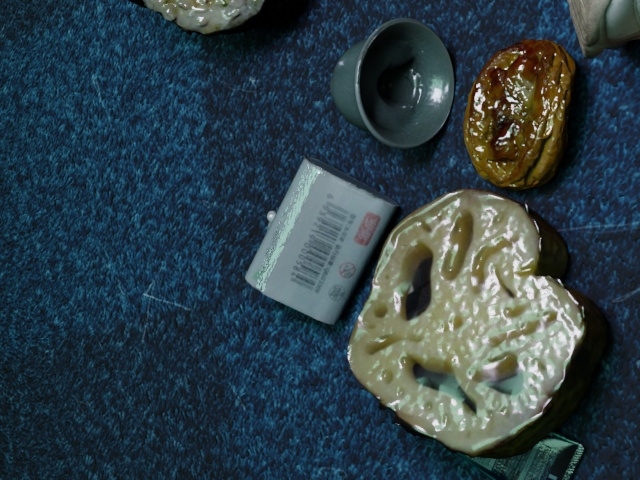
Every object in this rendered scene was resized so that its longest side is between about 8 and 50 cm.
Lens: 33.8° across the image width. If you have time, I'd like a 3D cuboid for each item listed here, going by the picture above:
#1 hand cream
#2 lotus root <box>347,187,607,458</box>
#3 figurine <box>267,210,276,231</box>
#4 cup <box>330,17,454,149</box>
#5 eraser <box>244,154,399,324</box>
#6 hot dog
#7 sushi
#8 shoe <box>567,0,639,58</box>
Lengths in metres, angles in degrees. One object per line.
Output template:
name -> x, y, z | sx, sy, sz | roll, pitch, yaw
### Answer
hand cream -> 0.246, 0.289, 1.553 | 0.270, 0.061, 0.120 | 28, 103, 29
lotus root -> 0.211, 0.123, 1.525 | 0.374, 0.111, 0.391 | -20, 68, 22
figurine -> -0.063, -0.021, 1.791 | 0.094, 0.082, 0.086 | -127, 22, -70
cup -> 0.091, -0.245, 1.662 | 0.150, 0.199, 0.199 | 9, 90, 54
eraser -> 0.000, 0.000, 1.708 | 0.174, 0.081, 0.227 | 27, 103, 0
hot dog -> 0.297, -0.188, 1.542 | 0.160, 0.099, 0.227 | 5, 85, 35
sushi -> -0.178, -0.536, 1.827 | 0.328, 0.285, 0.328 | 24, 108, -4
shoe -> 0.416, -0.344, 1.328 | 0.198, 0.351, 0.172 | -15, 96, 26
